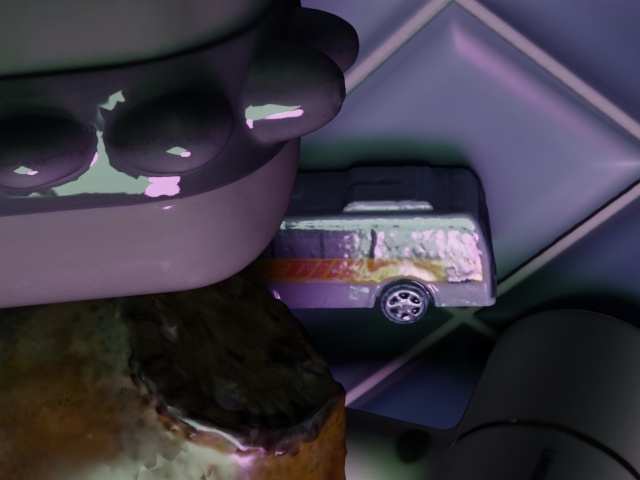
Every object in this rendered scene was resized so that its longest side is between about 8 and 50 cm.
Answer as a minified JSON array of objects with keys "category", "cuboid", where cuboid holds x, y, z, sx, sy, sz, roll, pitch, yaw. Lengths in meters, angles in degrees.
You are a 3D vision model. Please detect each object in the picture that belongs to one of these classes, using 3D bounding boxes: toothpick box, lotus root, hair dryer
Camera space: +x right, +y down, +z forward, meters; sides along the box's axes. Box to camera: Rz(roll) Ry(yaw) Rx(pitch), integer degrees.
[{"category":"toothpick box","cuboid":[-0.141,-0.068,0.656,0.316,0.229,0.229,-4,134,7]},{"category":"lotus root","cuboid":[-0.109,0.125,0.791,0.267,0.149,0.260,54,138,-1]},{"category":"hair dryer","cuboid":[0.018,0.125,0.890,0.362,0.203,0.128,11,133,20]}]

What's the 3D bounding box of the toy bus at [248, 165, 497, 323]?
[{"category":"toy bus","cuboid":[0.000,0.000,0.832,0.190,0.064,0.075,-2,122,6]}]
